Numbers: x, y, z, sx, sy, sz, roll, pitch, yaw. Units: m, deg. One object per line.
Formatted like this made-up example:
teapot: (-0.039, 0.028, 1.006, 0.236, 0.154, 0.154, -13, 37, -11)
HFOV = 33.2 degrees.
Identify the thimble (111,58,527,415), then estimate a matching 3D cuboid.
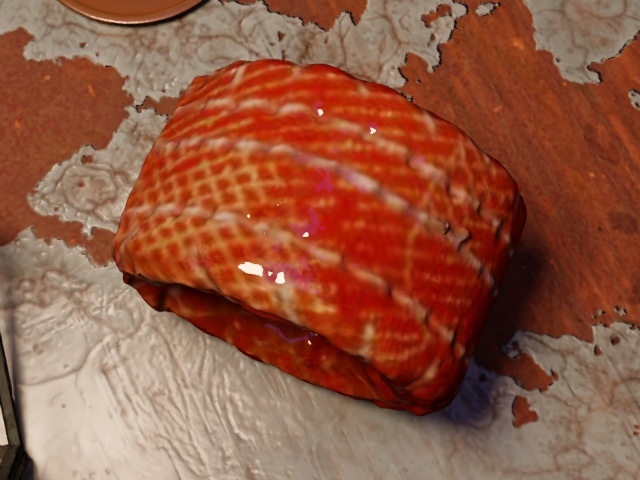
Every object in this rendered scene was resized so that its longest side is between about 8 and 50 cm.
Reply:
thimble: (0.000, 0.000, 0.986, 0.350, 0.350, 0.230, 23, 74, 3)

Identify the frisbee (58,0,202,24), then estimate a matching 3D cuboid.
frisbee: (-0.217, -0.359, 1.239, 0.251, 0.021, 0.250, 1, 73, -3)

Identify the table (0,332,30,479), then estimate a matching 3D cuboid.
table: (-0.458, 0.123, 0.932, 0.335, 0.222, 0.272, -11, 97, -8)
